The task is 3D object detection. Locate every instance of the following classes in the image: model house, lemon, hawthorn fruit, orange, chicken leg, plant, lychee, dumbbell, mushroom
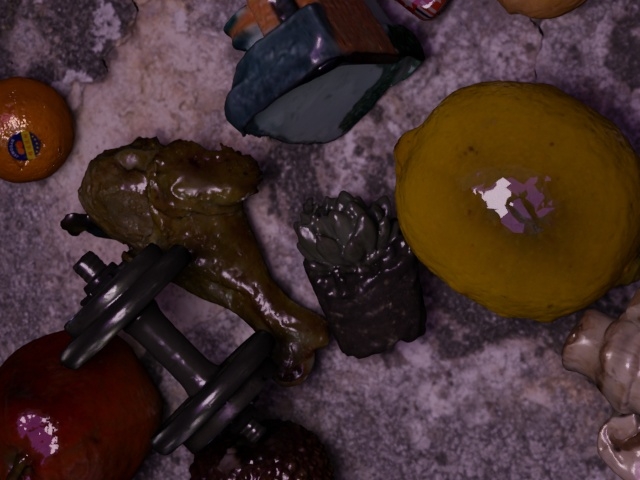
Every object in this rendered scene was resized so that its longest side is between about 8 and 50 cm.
[{"bbox_3d":[-0.038,-0.276,1.820,0.184,0.253,0.291,-31,78,30],"label":"model house"},{"bbox_3d":[0.220,-0.046,1.749,0.284,0.260,0.260,13,94,25],"label":"lemon"},{"bbox_3d":[-0.309,0.226,1.895,0.224,0.261,0.224,3,102,12],"label":"hawthorn fruit"},{"bbox_3d":[-0.377,-0.141,1.985,0.135,0.117,0.135,-9,124,-13],"label":"orange"},{"bbox_3d":[-0.121,-0.003,1.912,0.361,0.140,0.211,33,120,3],"label":"chicken leg"},{"bbox_3d":[0.050,0.031,1.842,0.132,0.129,0.194,-20,110,-4],"label":"plant"},{"bbox_3d":[-0.068,0.301,1.878,0.188,0.188,0.188,0,91,16],"label":"lychee"},{"bbox_3d":[-0.172,0.124,1.803,0.192,0.192,0.290,-44,93,12],"label":"dumbbell"},{"bbox_3d":[0.386,0.132,1.738,0.195,0.189,0.254,24,121,28],"label":"mushroom"}]

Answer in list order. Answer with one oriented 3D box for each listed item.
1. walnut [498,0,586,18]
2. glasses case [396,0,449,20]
[{"bbox_3d":[0.265,-0.345,1.784,0.159,0.159,0.207,34,99,13],"label":"walnut"},{"bbox_3d":[0.078,-0.341,1.887,0.194,0.049,0.073,41,102,12],"label":"glasses case"}]
